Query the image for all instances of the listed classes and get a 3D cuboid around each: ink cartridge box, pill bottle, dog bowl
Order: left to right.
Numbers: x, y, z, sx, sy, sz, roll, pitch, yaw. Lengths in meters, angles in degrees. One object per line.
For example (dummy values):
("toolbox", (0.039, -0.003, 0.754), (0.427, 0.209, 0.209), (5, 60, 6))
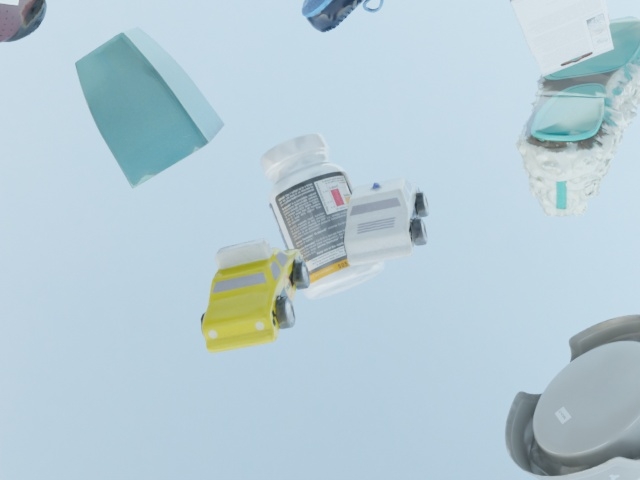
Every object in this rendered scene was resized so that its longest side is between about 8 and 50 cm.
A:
("pill bottle", (-0.002, -0.045, 1.463), (0.162, 0.162, 0.279), (-18, -100, -20))
("ink cartridge box", (0.183, -0.172, 0.603), (0.062, 0.115, 0.029), (-19, -115, 20))
("dog bowl", (0.481, 0.285, 1.338), (0.102, 0.348, 0.349), (46, -123, -13))

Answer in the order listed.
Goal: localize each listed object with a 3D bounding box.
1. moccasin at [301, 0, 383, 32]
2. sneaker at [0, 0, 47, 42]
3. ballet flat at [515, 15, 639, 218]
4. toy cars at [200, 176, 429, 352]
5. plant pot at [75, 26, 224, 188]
("moccasin", (0.112, -0.430, 1.197), (0.342, 0.117, 0.137), (-51, -148, -11))
("sneaker", (-0.164, -0.156, 0.340), (0.281, 0.162, 0.107), (-6, -118, 38))
("ballet flat", (0.351, -0.165, 1.056), (0.147, 0.147, 0.409), (30, -134, 11))
("toy cars", (0.000, 0.000, 0.954), (0.393, 0.087, 0.176), (-30, -156, -31))
("plant pot", (-0.315, -0.250, 1.424), (0.165, 0.234, 0.165), (-28, -164, 13))
